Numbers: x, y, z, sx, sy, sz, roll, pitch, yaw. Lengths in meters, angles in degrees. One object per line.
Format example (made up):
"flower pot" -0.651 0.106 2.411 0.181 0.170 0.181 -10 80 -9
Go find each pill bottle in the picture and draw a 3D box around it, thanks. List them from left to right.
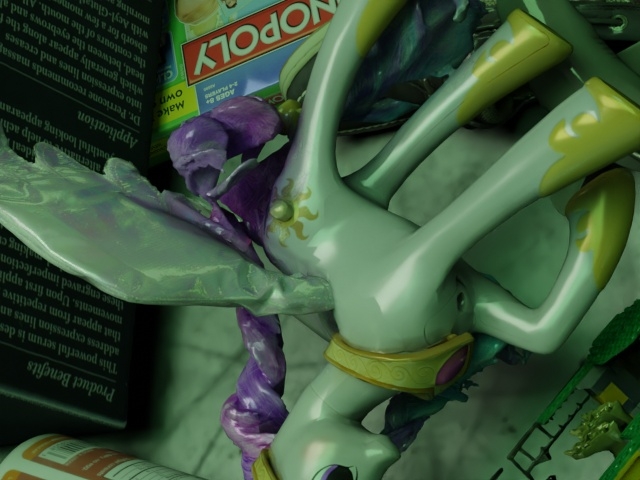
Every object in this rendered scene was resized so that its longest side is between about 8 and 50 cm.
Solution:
"pill bottle" -0.113 0.209 1.192 0.216 0.121 0.121 13 77 32

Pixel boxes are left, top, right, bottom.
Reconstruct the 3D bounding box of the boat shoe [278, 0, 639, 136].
"boat shoe" 0.106 -0.122 1.224 0.285 0.103 0.092 -17 58 15

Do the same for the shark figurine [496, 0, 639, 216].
"shark figurine" 0.234 -0.069 1.113 0.278 0.116 0.166 11 107 8

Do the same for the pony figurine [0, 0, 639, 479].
"pony figurine" 0.000 0.000 1.095 0.351 0.303 0.363 43 105 31

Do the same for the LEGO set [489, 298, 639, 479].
"LEGO set" 0.195 0.189 0.996 0.192 0.255 0.331 44 68 -7

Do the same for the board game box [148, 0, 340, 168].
"board game box" -0.029 -0.202 1.362 0.317 0.046 0.213 -21 60 20

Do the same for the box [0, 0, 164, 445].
"box" -0.297 -0.058 1.318 0.293 0.212 0.395 -10 67 35
